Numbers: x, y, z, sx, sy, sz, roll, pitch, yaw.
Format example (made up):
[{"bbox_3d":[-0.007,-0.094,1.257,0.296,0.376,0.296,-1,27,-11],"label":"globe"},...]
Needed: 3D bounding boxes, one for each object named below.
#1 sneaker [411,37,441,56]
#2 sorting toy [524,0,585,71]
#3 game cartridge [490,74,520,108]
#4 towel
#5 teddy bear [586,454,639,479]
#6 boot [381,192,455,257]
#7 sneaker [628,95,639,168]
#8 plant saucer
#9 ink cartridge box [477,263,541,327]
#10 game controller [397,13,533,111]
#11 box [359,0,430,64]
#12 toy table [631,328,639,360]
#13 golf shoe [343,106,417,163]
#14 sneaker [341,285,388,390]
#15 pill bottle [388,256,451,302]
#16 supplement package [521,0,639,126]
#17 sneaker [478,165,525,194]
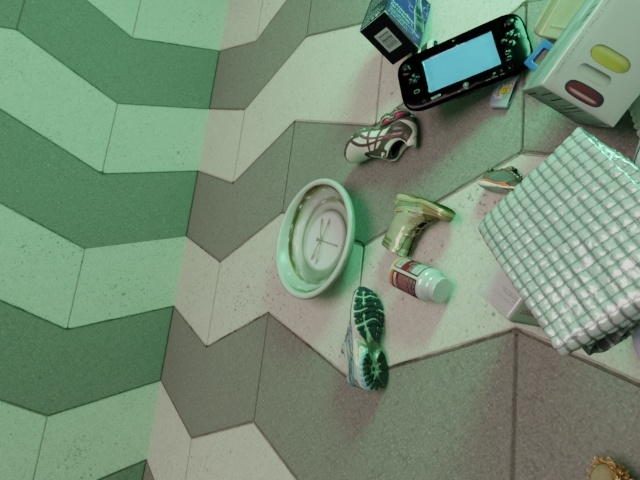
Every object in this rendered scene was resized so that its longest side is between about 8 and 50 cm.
[{"bbox_3d":[0.290,-0.459,1.304,0.121,0.079,0.216,-19,55,52],"label":"sneaker"},{"bbox_3d":[0.583,-0.499,0.951,0.196,0.047,0.347,45,115,44],"label":"sorting toy"},{"bbox_3d":[0.446,-0.362,1.106,0.056,0.017,0.083,26,99,57],"label":"game cartridge"},{"bbox_3d":[0.404,0.004,0.681,0.235,0.121,0.283,-48,41,29],"label":"towel"},{"bbox_3d":[0.532,0.451,0.641,0.338,0.113,0.245,-23,53,56],"label":"teddy bear"},{"bbox_3d":[0.250,-0.030,1.194,0.213,0.077,0.165,28,100,58],"label":"boot"},{"bbox_3d":[0.599,-0.225,0.804,0.091,0.094,0.258,17,82,63],"label":"sneaker"},{"bbox_3d":[0.000,0.000,1.494,0.400,0.101,0.400,-23,60,48],"label":"plant saucer"},{"bbox_3d":[0.426,0.054,0.863,0.212,0.154,0.093,-62,38,17],"label":"ink cartridge box"},{"bbox_3d":[0.352,-0.438,1.137,0.319,0.067,0.166,-17,60,26],"label":"game controller"},{"bbox_3d":[0.225,-0.662,1.349,0.108,0.153,0.207,-17,48,50],"label":"box"},{"bbox_3d":[0.572,0.100,0.648,0.252,0.161,0.274,22,96,53],"label":"toy table"},{"bbox_3d":[0.174,-0.286,1.370,0.273,0.105,0.120,-28,64,46],"label":"golf shoe"},{"bbox_3d":[0.102,0.269,1.258,0.122,0.110,0.282,-26,58,50],"label":"sneaker"},{"bbox_3d":[0.249,0.101,1.140,0.152,0.086,0.086,26,99,54],"label":"pill bottle"},{"bbox_3d":[0.522,-0.355,0.815,0.261,0.145,0.204,-59,-4,21],"label":"supplement package"},{"bbox_3d":[0.426,-0.138,1.016,0.158,0.061,0.064,25,91,53],"label":"sneaker"}]
